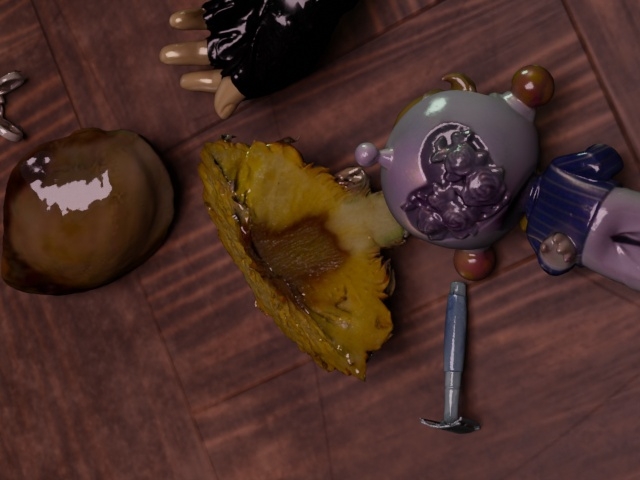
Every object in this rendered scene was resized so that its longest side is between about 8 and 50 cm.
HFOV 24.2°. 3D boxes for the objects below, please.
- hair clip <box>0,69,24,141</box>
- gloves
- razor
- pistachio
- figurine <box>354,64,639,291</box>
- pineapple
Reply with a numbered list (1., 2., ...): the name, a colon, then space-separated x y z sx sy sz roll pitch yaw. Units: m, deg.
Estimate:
1. hair clip: -0.405 -0.123 1.580 0.226 0.034 0.072 -9 87 24
2. gloves: -0.061 -0.199 1.387 0.203 0.124 0.164 -33 46 45
3. razor: 0.121 0.104 1.343 0.040 0.068 0.135 0 79 22
4. pistachio: -0.235 -0.026 1.462 0.165 0.130 0.210 35 108 -22
5. figurine: 0.173 -0.029 1.280 0.274 0.133 0.194 42 118 4
6. pineapple: -0.004 -0.005 1.381 0.164 0.140 0.250 -41 89 -23
